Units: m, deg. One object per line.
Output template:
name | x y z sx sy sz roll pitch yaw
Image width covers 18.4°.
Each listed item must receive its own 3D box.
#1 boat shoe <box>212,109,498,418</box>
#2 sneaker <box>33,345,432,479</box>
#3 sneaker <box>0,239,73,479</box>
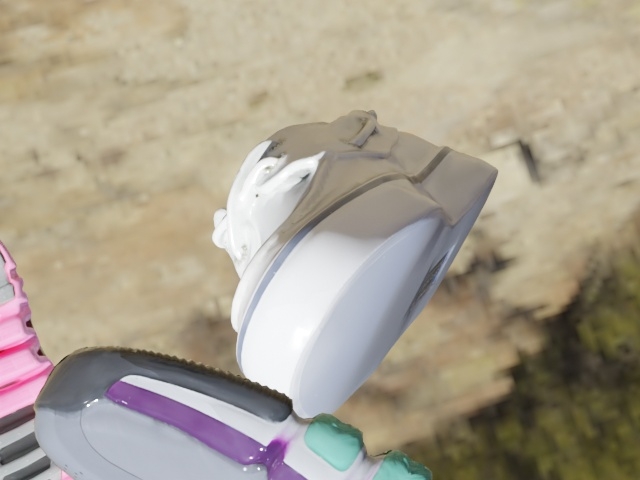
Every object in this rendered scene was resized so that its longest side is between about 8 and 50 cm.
boat shoe | 0.000 0.000 0.749 0.095 0.084 0.258 -62 172 11
sneaker | 0.018 0.111 0.453 0.098 0.224 0.083 -59 175 -17
sneaker | -0.113 0.052 0.704 0.047 0.119 0.057 -16 180 -11
